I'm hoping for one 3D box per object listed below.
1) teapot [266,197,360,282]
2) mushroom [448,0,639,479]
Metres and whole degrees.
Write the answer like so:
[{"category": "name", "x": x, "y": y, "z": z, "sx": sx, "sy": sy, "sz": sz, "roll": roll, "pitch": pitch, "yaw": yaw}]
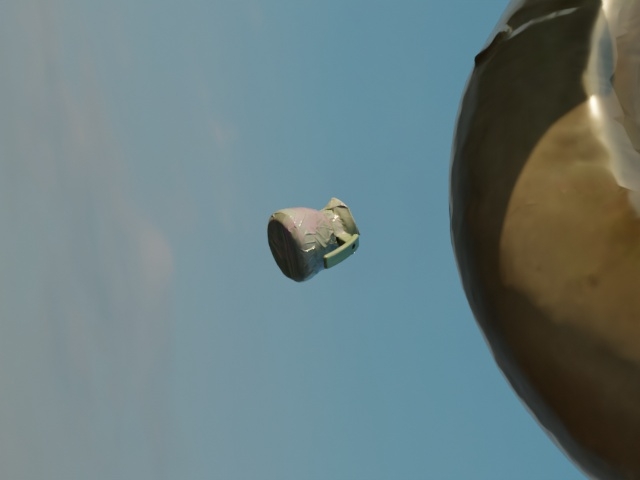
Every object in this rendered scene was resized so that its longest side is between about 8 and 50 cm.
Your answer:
[{"category": "teapot", "x": 0.000, "y": 0.000, "z": 1.576, "sx": 0.083, "sy": 0.064, "sz": 0.064, "roll": 30, "pitch": -44, "yaw": 52}, {"category": "mushroom", "x": 0.239, "y": -0.030, "z": 0.818, "sx": 0.294, "sy": 0.362, "sz": 0.362, "roll": 109, "pitch": -35, "yaw": -54}]
